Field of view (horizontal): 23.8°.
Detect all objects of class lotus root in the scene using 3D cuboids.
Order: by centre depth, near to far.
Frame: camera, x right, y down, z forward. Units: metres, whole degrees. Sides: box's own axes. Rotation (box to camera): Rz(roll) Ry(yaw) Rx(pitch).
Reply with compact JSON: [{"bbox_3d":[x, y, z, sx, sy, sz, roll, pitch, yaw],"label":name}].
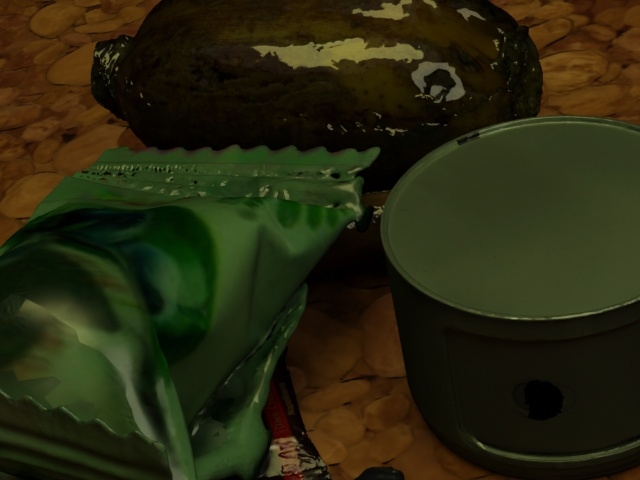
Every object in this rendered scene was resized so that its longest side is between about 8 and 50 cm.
[{"bbox_3d":[-0.010,-0.137,1.307,0.398,0.179,0.196,3,37,19],"label":"lotus root"}]

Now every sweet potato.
[{"bbox_3d":[0.000,0.000,1.213,0.273,0.075,0.075,-12,36,0],"label":"sweet potato"}]

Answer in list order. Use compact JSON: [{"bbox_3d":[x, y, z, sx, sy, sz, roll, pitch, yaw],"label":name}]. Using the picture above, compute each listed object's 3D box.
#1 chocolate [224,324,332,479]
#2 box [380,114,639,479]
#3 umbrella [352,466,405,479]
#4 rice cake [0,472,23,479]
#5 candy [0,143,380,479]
[{"bbox_3d":[-0.050,0.126,1.099,0.086,0.028,0.182,-13,38,-10],"label":"chocolate"},{"bbox_3d":[0.163,0.036,1.051,0.226,0.149,0.226,-8,36,6],"label":"box"},{"bbox_3d":[-0.027,0.225,0.928,0.248,0.071,0.071,-35,42,-30],"label":"umbrella"},{"bbox_3d":[-0.160,0.206,1.015,0.124,0.038,0.211,-27,38,-19],"label":"rice cake"},{"bbox_3d":[-0.128,0.031,1.068,0.263,0.172,0.398,10,40,17],"label":"candy"}]
